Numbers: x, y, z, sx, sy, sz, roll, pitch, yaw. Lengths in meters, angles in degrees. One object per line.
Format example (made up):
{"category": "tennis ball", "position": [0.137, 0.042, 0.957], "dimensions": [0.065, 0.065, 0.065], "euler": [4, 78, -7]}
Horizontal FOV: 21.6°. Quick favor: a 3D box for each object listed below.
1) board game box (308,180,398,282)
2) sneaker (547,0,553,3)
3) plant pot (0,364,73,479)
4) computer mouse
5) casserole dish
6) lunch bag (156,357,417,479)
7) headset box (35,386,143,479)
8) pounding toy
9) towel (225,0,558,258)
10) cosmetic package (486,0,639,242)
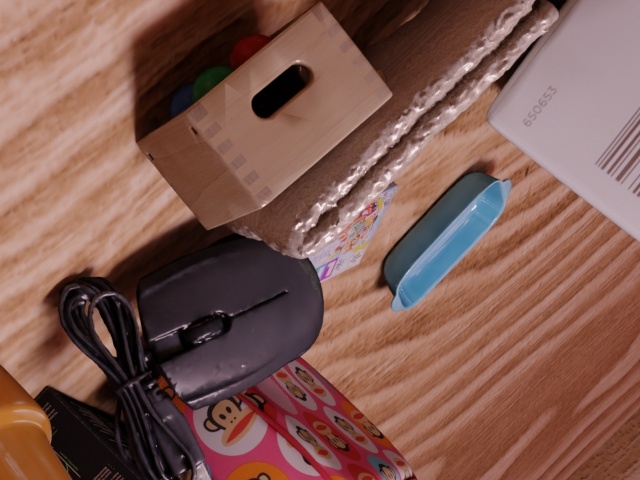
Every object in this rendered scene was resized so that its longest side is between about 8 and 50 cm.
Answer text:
{"category": "board game box", "position": [0.000, 0.000, 1.552], "dimensions": [0.154, 0.026, 0.103], "euler": [-26, 150, -47]}
{"category": "sneaker", "position": [0.199, -0.252, 1.436], "dimensions": [0.067, 0.078, 0.188], "euler": [-36, 157, -30]}
{"category": "plant pot", "position": [-0.244, 0.221, 1.210], "dimensions": [0.205, 0.188, 0.205], "euler": [-42, 159, -20]}
{"category": "computer mouse", "position": [-0.071, 0.070, 1.335], "dimensions": [0.072, 0.188, 0.272], "euler": [-22, -173, 38]}
{"category": "casserole dish", "position": [0.130, -0.004, 1.801], "dimensions": [0.188, 0.037, 0.114], "euler": [-45, 160, -7]}
{"category": "lunch bag", "position": [-0.020, 0.197, 1.504], "dimensions": [0.120, 0.258, 0.293], "euler": [-51, 166, 7]}
{"category": "headset box", "position": [-0.134, 0.279, 1.408], "dimensions": [0.131, 0.283, 0.246], "euler": [-48, 161, -3]}
{"category": "pounding toy", "position": [-0.039, -0.100, 1.210], "dimensions": [0.181, 0.094, 0.206], "euler": [-42, -171, -20]}
{"category": "towel", "position": [0.047, -0.100, 1.296], "dimensions": [0.282, 0.049, 0.187], "euler": [-45, -163, -8]}
{"category": "cosmetic package", "position": [0.378, -0.149, 1.498], "dimensions": [0.327, 0.329, 0.394], "euler": [-54, 178, 11]}
